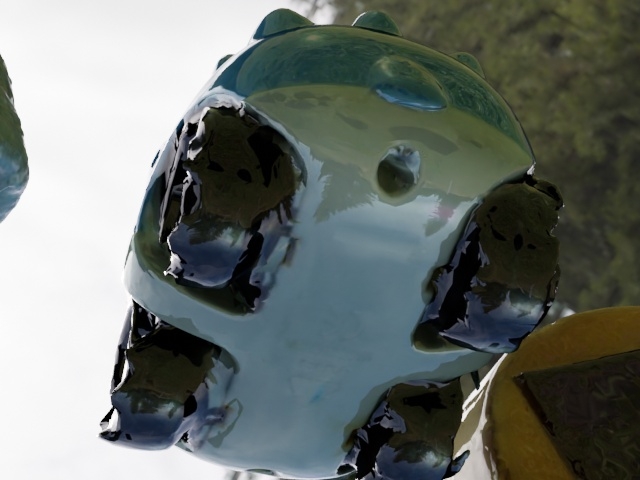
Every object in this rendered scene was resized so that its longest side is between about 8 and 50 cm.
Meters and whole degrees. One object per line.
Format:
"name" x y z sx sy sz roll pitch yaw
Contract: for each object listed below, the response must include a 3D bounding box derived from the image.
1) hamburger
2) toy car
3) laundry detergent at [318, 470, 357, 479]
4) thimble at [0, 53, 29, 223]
"hamburger" 0.202 0.185 0.861 0.300 0.176 0.300 9 -134 -9
"toy car" 0.000 0.000 0.692 0.188 0.255 0.190 11 -139 -11
"laundry detergent" -0.004 0.097 1.040 0.211 0.137 0.063 64 -177 2
"thimble" -0.334 -0.083 1.000 0.235 0.198 0.143 -2 -123 -26
